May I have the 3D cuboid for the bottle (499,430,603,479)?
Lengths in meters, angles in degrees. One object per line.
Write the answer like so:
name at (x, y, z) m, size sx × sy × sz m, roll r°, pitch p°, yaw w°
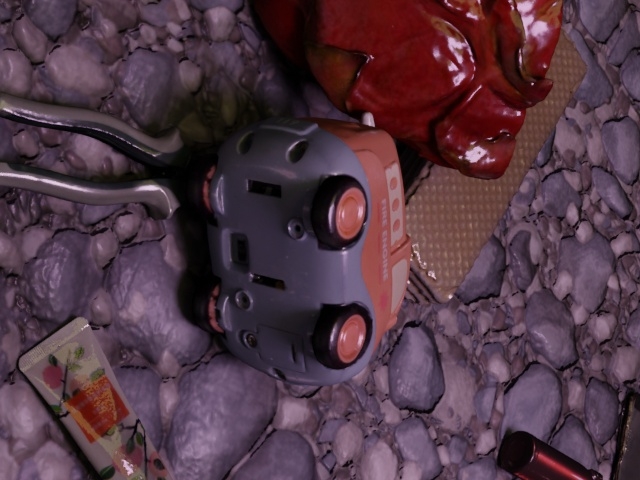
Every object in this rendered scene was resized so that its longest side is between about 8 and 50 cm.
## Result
bottle at (0.301, 0.296, 1.554) m, size 0.164 × 0.060 × 0.060 m, roll 33°, pitch 66°, yaw -34°

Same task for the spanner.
spanner at (-0.180, -0.072, 1.193) m, size 0.325 × 0.040 × 0.095 m, roll 11°, pitch 80°, yaw -39°

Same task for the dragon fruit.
dragon fruit at (0.123, -0.233, 1.239) m, size 0.286 × 0.329 × 0.227 m, roll 12°, pitch 57°, yaw -32°

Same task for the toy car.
toy car at (0.000, 0.000, 1.233) m, size 0.212 × 0.181 × 0.270 m, roll -25°, pitch 120°, yaw -49°

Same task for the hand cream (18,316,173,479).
hand cream at (-0.196, 0.189, 1.161) m, size 0.080 × 0.050 × 0.234 m, roll -37°, pitch 104°, yaw -32°

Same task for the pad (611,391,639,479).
pad at (0.491, 0.326, 1.737) m, size 0.233 × 0.022 × 0.174 m, roll 26°, pitch 70°, yaw -37°

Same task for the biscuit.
biscuit at (0.192, -0.120, 1.483) m, size 0.144 × 0.078 × 0.426 m, roll 50°, pitch 57°, yaw -24°
